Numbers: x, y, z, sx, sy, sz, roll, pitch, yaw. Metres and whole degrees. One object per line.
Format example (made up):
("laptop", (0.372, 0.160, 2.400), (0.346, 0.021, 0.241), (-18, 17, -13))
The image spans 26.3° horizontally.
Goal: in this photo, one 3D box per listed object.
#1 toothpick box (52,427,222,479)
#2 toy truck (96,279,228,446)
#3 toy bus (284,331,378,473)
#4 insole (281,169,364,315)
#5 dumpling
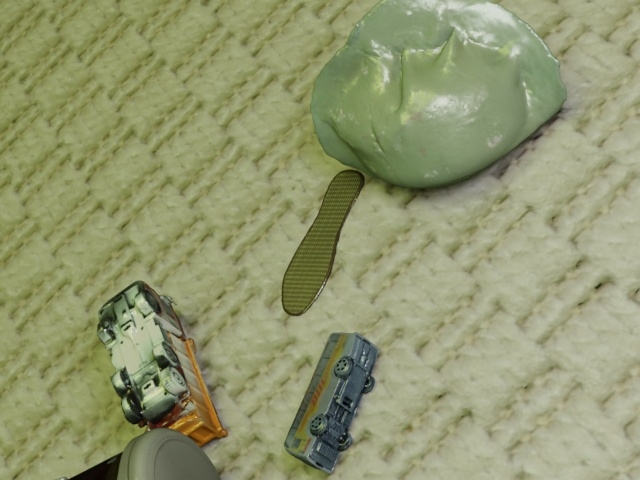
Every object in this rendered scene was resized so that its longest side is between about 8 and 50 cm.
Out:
("toothpick box", (-0.292, 0.415, 1.871), (0.316, 0.229, 0.229), (-28, 47, 21))
("toy truck", (-0.238, 0.193, 2.033), (0.114, 0.135, 0.270), (-34, 50, 10))
("toy bus", (0.015, 0.217, 1.865), (0.075, 0.064, 0.190), (5, 64, 46))
("insole", (0.000, 0.000, 2.070), (0.086, 0.005, 0.253), (6, 64, 39))
("dumpling", (0.155, -0.204, 1.967), (0.321, 0.212, 0.270), (-32, 81, -4))
